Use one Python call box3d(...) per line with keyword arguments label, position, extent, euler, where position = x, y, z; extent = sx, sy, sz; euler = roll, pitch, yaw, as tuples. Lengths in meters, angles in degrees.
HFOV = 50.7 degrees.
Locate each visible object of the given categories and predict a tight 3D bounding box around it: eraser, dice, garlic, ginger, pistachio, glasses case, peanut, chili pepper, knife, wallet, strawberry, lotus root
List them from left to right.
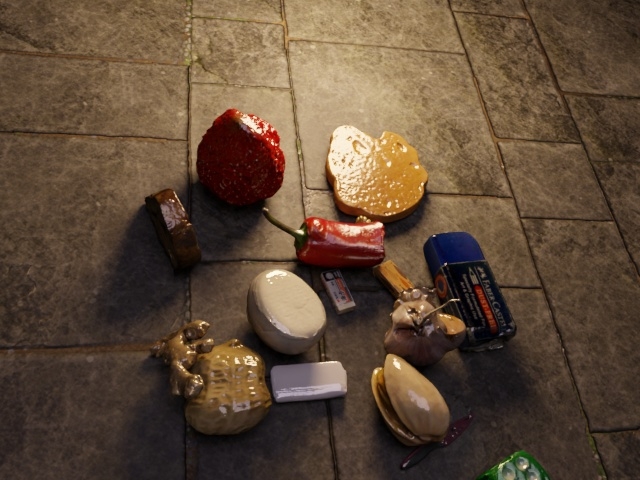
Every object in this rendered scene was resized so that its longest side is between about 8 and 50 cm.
box3d(label="lotus root", position=(-0.387, -0.048, 1.740), extent=(0.074, 0.170, 0.260), euler=(-21, 68, -21))
box3d(label="ginger", position=(-0.297, 0.257, 1.517), extent=(0.149, 0.065, 0.259), euler=(-40, 31, -7))
box3d(label="peanut", position=(-0.213, 0.330, 1.539), extent=(0.197, 0.110, 0.233), euler=(-8, 56, 1))
box3d(label="strawberry", position=(-0.217, -0.239, 1.839), extent=(0.257, 0.277, 0.257), euler=(4, 56, -6))
box3d(label="wallet", position=(-0.026, 0.340, 1.630), extent=(0.190, 0.033, 0.095), euler=(-4, 58, -14))
box3d(label="chili pepper", position=(-0.001, 0.005, 1.804), extent=(0.338, 0.131, 0.134), euler=(4, 70, -15))
box3d(label="eraser", position=(0.045, 0.134, 1.790), extent=(0.052, 0.029, 0.122), euler=(-14, 61, -21))
box3d(label="glasses case", position=(0.217, 0.133, 1.825), extent=(0.065, 0.041, 0.170), euler=(-24, 63, -39))
box3d(label="pistachio", position=(0.210, 0.375, 1.591), extent=(0.157, 0.157, 0.229), euler=(-21, 59, -25))
box3d(label="garlic", position=(0.261, 0.182, 1.677), extent=(0.207, 0.256, 0.207), euler=(9, 40, -8))
box3d(label="knife", position=(0.287, 0.480, 1.615), extent=(0.247, 0.018, 0.035), euler=(-25, 62, -28))
box3d(label="eraser", position=(0.401, 0.133, 1.829), extent=(0.155, 0.101, 0.332), euler=(-6, 58, -18))
box3d(label="dice", position=(0.439, 0.563, 1.530), extent=(0.131, 0.120, 0.128), euler=(-22, 64, -24))

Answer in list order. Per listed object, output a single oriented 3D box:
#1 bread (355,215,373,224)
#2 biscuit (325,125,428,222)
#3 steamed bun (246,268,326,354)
box3d(label="bread", position=(0.139, -0.037, 1.918), extent=(0.088, 0.049, 0.034), euler=(34, 48, 13))
box3d(label="biscuit", position=(0.166, -0.204, 2.035), extent=(0.312, 0.057, 0.351), euler=(-9, 60, -19))
box3d(label="steamed bun", position=(-0.093, 0.181, 1.662), extent=(0.177, 0.130, 0.228), euler=(-18, 60, -35))
